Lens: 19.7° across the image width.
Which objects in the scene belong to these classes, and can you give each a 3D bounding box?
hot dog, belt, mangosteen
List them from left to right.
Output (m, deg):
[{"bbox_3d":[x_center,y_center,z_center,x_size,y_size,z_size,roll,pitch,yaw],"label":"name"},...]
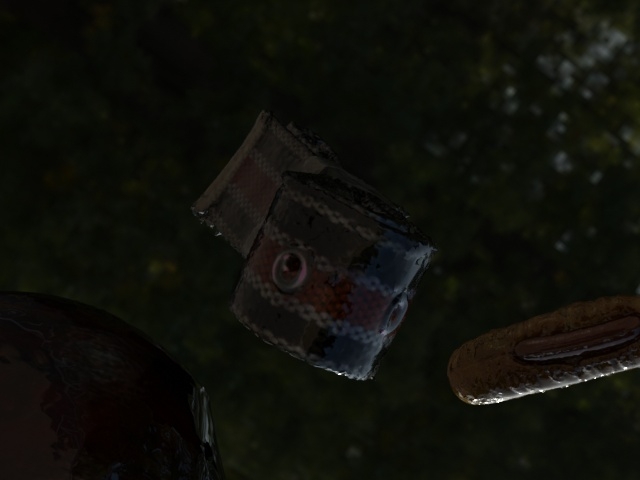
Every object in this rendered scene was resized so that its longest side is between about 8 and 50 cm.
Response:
[{"bbox_3d":[-0.152,0.174,0.933,0.311,0.311,0.311,-49,-163,21],"label":"mangosteen"},{"bbox_3d":[0.000,0.000,1.088,0.094,0.126,0.359,-55,-170,6],"label":"belt"},{"bbox_3d":[0.200,0.083,1.487,0.216,0.047,0.066,-14,-107,24],"label":"hot dog"}]
